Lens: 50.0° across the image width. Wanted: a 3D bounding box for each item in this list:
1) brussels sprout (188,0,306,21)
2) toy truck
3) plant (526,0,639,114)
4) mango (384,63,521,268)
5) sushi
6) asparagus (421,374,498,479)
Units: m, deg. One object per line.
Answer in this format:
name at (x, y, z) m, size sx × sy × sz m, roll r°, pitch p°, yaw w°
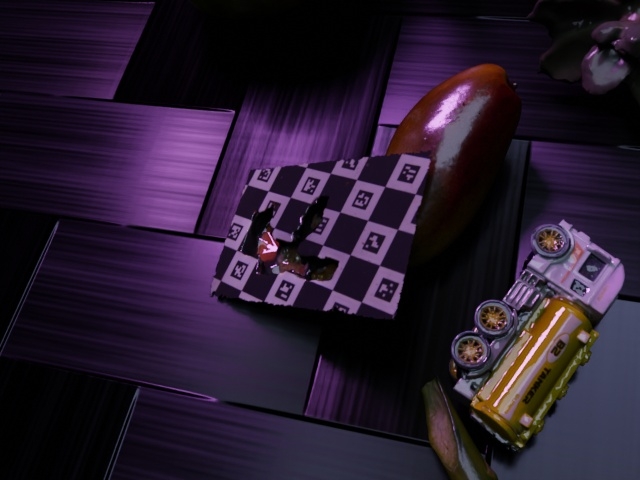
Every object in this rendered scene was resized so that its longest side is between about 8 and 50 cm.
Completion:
brussels sprout at (-0.089, -0.469, 0.941) m, size 0.344 × 0.268 × 0.344 m, roll -21°, pitch 62°, yaw 45°
toy truck at (0.220, 0.096, 0.705) m, size 0.114 × 0.098 × 0.227 m, roll 34°, pitch 76°, yaw 21°
plant at (0.407, -0.299, 0.807) m, size 0.312 × 0.213 × 0.215 m, roll -42°, pitch 65°, yaw -13°
mango at (0.136, -0.085, 0.801) m, size 0.133 × 0.111 × 0.267 m, roll 29°, pitch 88°, yaw 21°
sushi at (0.000, 0.000, 0.799) m, size 0.280 × 0.043 × 0.192 m, roll 0°, pitch 65°, yaw 39°
asparagus at (0.142, 0.219, 0.687) m, size 0.045 × 0.041 × 0.178 m, roll -29°, pitch 60°, yaw 4°
